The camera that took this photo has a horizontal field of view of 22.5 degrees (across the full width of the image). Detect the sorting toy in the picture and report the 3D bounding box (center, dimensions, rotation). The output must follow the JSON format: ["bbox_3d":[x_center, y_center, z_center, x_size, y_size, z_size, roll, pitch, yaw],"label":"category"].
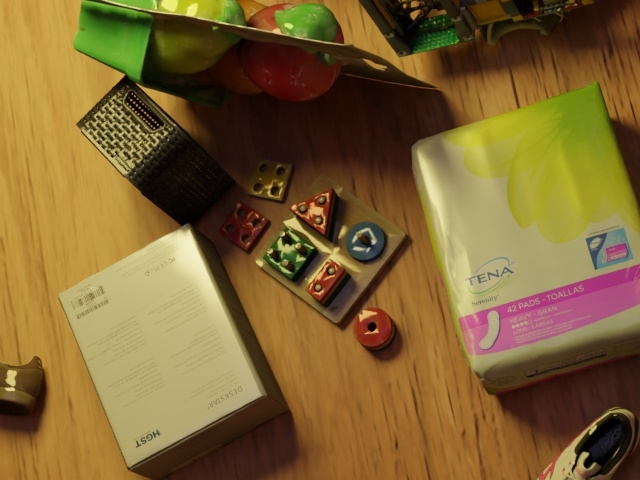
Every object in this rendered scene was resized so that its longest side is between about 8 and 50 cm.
[{"bbox_3d":[0.000,0.000,1.845,0.274,0.046,0.132,37,86,24],"label":"sorting toy"}]

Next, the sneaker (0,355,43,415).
[{"bbox_3d":[-0.418,0.162,1.924,0.188,0.066,0.071,9,60,14],"label":"sneaker"}]

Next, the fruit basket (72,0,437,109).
[{"bbox_3d":[-0.074,-0.232,1.788,0.353,0.327,0.165,7,90,21],"label":"fruit basket"}]

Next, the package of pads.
[{"bbox_3d":[0.236,0.001,1.743,0.229,0.101,0.296,-17,69,10],"label":"package of pads"}]

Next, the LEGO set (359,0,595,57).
[{"bbox_3d":[0.160,-0.360,1.776,0.331,0.192,0.255,-3,59,29],"label":"LEGO set"}]

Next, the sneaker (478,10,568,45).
[{"bbox_3d":[0.266,-0.273,1.837,0.192,0.064,0.086,-11,68,21],"label":"sneaker"}]

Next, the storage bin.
[{"bbox_3d":[-0.189,-0.100,1.860,0.084,0.180,0.122,-45,66,1],"label":"storage bin"}]

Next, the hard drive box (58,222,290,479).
[{"bbox_3d":[-0.169,0.128,1.834,0.181,0.089,0.232,-28,67,7],"label":"hard drive box"}]

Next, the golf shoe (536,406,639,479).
[{"bbox_3d":[0.262,0.248,1.667,0.067,0.086,0.186,35,88,22],"label":"golf shoe"}]
